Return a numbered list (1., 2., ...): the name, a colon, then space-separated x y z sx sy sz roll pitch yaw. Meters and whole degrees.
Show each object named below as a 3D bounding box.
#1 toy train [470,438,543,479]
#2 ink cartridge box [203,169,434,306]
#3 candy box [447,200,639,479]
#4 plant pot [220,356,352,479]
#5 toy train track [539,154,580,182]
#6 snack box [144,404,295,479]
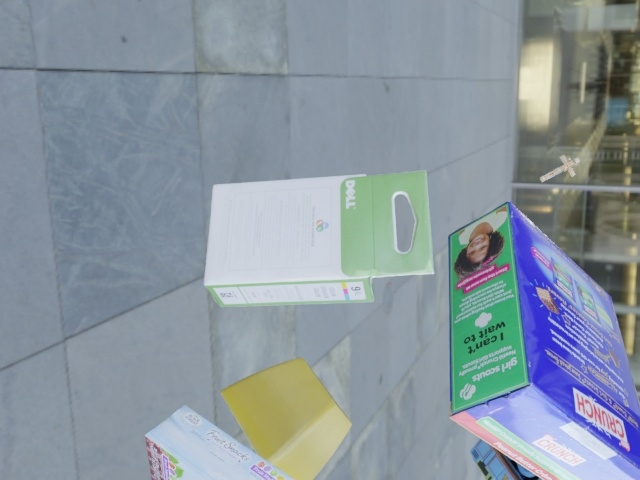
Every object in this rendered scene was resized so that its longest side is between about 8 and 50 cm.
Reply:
1. toy train: 0.312 0.353 1.033 0.080 0.184 0.105 9 122 -35
2. ink cartridge box: 0.000 0.000 0.655 0.062 0.209 0.109 70 18 -61
3. candy box: 0.300 0.146 0.922 0.268 0.122 0.317 38 36 -23
4. plant pot: -0.057 0.385 1.499 0.187 0.212 0.212 -36 141 -6
5. toy train track: 0.481 -0.143 1.383 0.048 0.083 0.014 65 15 17
6. snack box: -0.117 0.321 0.809 0.070 0.174 0.207 -35 140 -42
